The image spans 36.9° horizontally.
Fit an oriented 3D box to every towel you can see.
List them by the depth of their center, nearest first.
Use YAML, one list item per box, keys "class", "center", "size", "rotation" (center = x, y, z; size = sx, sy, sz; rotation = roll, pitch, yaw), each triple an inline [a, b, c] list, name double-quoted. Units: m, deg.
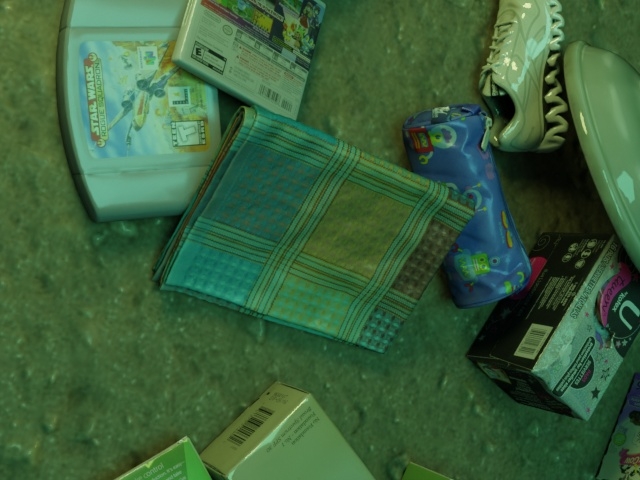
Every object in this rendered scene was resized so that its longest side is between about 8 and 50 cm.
- class: "towel"
  center: [0.000, 0.000, 1.264]
  size: [0.370, 0.040, 0.271]
  rotation: [20, 111, -27]

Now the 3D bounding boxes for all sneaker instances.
- class: "sneaker"
  center: [0.296, -0.273, 1.437]
  size: [0.118, 0.110, 0.292]
  rotation: [-8, 96, -18]

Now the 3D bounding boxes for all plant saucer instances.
- class: "plant saucer"
  center: [0.485, -0.125, 1.415]
  size: [0.400, 0.100, 0.400]
  rotation: [40, 39, -42]

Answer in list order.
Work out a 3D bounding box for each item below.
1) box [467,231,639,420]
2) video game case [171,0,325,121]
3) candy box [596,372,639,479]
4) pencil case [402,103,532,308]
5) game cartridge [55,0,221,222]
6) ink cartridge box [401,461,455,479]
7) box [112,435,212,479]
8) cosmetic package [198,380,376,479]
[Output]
- class: "box"
  center: [0.373, 0.126, 1.453]
  size: [0.142, 0.163, 0.247]
  rotation: [41, 74, -23]
- class: "video game case"
  center: [-0.088, -0.271, 1.242]
  size: [0.201, 0.023, 0.183]
  rotation: [25, 73, -40]
- class: "candy box"
  center: [0.559, 0.328, 1.558]
  size: [0.070, 0.165, 0.196]
  rotation: [30, 78, -25]
- class: "pencil case"
  center: [0.215, -0.054, 1.385]
  size: [0.119, 0.133, 0.306]
  rotation: [-35, 110, -53]
- class: "game cartridge"
  center: [-0.225, -0.175, 1.195]
  size: [0.198, 0.062, 0.297]
  rotation: [-8, 96, -31]
- class: "ink cartridge box"
  center: [0.182, 0.378, 1.396]
  size: [0.209, 0.109, 0.062]
  rotation: [30, 78, -25]
- class: "box"
  center: [-0.187, 0.439, 1.177]
  size: [0.232, 0.058, 0.322]
  rotation: [-27, 84, -23]
- class: "cosmetic package"
  center: [-0.007, 0.360, 1.296]
  size: [0.160, 0.113, 0.309]
  rotation: [-43, 109, -20]
